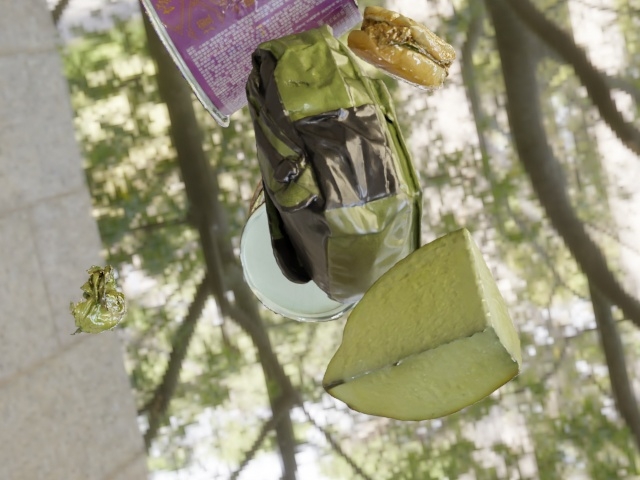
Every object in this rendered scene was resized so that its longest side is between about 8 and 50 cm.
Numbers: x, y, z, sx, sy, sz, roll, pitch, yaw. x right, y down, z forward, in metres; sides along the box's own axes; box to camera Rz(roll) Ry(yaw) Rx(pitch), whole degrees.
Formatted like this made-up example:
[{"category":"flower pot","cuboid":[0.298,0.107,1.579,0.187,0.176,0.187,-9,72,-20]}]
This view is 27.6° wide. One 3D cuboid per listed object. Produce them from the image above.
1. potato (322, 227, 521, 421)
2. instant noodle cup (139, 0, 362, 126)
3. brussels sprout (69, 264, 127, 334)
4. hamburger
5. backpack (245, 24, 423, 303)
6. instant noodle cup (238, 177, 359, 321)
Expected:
[{"category":"potato","cuboid":[0.082,0.076,1.064,0.149,0.081,0.120,-22,-141,16]},{"category":"instant noodle cup","cuboid":[-0.109,-0.375,1.907,0.266,0.340,0.340,-29,-174,7]},{"category":"brussels sprout","cuboid":[-0.249,0.068,1.487,0.058,0.085,0.085,3,-170,9]},{"category":"hamburger","cuboid":[0.114,-0.263,1.795,0.147,0.083,0.138,23,-178,-43]},{"category":"backpack","cuboid":[0.005,-0.075,1.216,0.140,0.253,0.207,-16,153,-7]},{"category":"instant noodle cup","cuboid":[0.000,0.000,1.679,0.230,0.230,0.182,-10,-170,11]}]
